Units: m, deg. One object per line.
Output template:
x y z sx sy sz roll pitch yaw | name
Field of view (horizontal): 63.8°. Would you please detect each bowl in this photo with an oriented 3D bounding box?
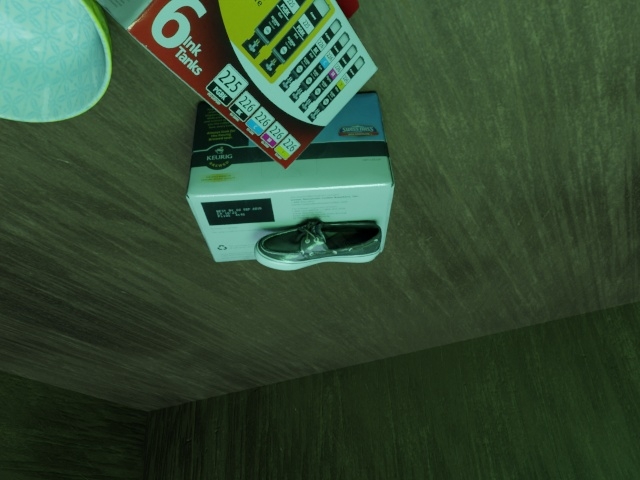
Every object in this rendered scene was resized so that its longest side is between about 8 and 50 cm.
-0.428 -0.321 0.706 0.290 0.155 0.289 -3 147 -2 | bowl

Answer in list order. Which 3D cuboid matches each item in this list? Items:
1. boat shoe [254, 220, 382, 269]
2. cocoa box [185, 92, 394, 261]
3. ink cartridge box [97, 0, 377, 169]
0.000 0.000 0.899 0.229 0.080 0.076 1 141 -9 | boat shoe
-0.052 -0.118 0.991 0.348 0.227 0.231 -4 148 0 | cocoa box
-0.067 -0.289 0.658 0.272 0.130 0.309 -48 145 5 | ink cartridge box
